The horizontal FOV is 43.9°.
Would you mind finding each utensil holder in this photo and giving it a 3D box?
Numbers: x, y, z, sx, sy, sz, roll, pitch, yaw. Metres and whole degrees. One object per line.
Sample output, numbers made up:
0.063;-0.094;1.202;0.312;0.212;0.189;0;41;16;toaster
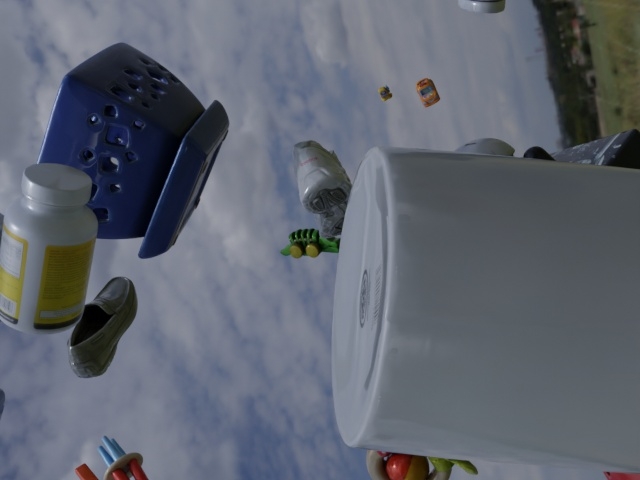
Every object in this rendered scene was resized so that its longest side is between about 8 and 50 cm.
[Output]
0.223;0.072;0.822;0.327;0.386;0.327;-175;90;-84;utensil holder

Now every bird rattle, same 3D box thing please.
0.166;0.407;1.503;0.143;0.254;0.206;-90;13;-62;bird rattle

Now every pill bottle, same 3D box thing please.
-0.315;0.009;0.921;0.103;0.103;0.184;-51;-20;-65;pill bottle

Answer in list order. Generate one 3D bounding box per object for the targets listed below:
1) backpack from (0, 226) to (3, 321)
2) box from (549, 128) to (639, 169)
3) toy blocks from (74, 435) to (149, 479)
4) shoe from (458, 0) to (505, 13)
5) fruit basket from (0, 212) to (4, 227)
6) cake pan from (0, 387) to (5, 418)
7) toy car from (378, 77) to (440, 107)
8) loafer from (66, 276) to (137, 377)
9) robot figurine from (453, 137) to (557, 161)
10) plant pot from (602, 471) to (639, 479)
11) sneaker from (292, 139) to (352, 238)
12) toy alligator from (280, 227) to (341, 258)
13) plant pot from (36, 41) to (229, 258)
-0.504;0.053;1.146;0.144;0.188;0.165;36;-124;-30;backpack
0.478;0.051;1.755;0.472;0.480;0.297;-45;-76;-26;box
-0.235;0.282;0.913;0.148;0.054;0.123;42;-174;30;toy blocks
0.227;-0.372;1.094;0.178;0.064;0.081;-70;-15;-57;shoe
-0.733;0.018;1.476;0.327;0.353;0.165;-31;-37;-43;fruit basket
-0.719;0.404;1.579;0.293;0.054;0.293;-156;90;-89;cake pan
0.161;-0.273;1.485;0.040;0.122;0.060;45;-138;-50;toy car
-0.512;0.182;1.873;0.319;0.112;0.111;-86;-15;-54;loafer
0.298;-0.034;1.259;0.278;0.209;0.173;47;-177;2;robot figurine
0.508;0.285;1.249;0.174;0.191;0.191;64;-168;24;plant pot
0.015;-0.082;1.188;0.232;0.090;0.115;63;-173;-67;sneaker
0.000;0.000;1.539;0.056;0.190;0.051;-39;-60;-54;toy alligator
-0.270;-0.125;1.168;0.236;0.212;0.236;-76;11;-65;plant pot
